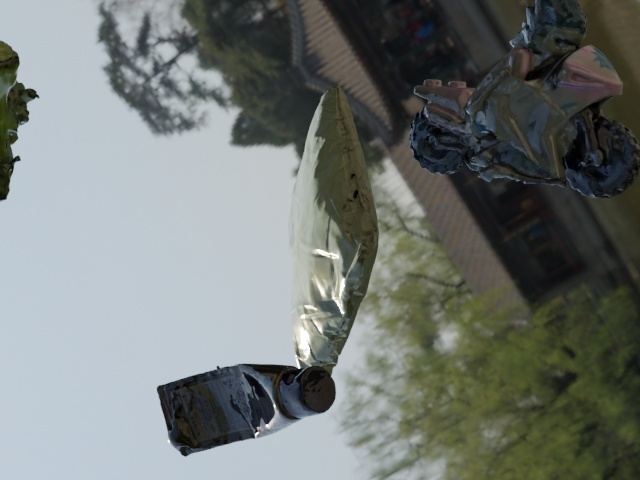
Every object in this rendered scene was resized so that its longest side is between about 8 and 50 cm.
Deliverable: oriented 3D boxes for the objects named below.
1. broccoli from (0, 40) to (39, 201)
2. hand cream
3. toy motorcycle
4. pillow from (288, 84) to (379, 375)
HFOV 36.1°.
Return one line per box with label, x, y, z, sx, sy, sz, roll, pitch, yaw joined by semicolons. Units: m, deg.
broccoli;-0.469;-0.165;1.197;0.247;0.246;0.288;20;-146;-27
hand cream;-0.058;0.123;0.739;0.039;0.163;0.062;-27;-83;-50
toy motorcycle;0.200;-0.154;0.966;0.108;0.239;0.204;-30;-56;-66
pillow;0.000;0.000;1.183;0.274;0.076;0.281;108;161;-48
